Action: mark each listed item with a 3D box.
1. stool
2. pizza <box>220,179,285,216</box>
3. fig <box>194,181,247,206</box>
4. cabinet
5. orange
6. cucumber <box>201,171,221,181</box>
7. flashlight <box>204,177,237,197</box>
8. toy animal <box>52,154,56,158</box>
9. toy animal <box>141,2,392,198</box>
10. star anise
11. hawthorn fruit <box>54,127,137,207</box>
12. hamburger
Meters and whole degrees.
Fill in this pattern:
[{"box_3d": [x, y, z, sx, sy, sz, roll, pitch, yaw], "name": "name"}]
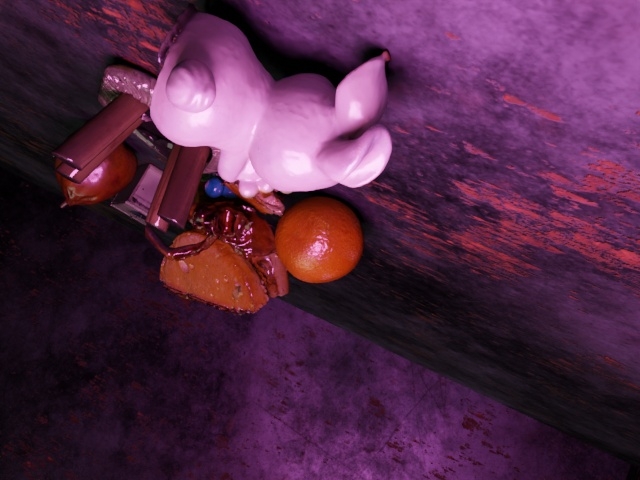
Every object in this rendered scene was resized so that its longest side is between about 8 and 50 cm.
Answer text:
[{"box_3d": [-0.357, -0.173, 1.223, 0.310, 0.226, 0.310, 31, 168, -19], "name": "stool"}, {"box_3d": [-0.150, -0.115, 1.386, 0.147, 0.069, 0.226, 38, 172, -16], "name": "pizza"}, {"box_3d": [-0.280, -0.109, 1.612, 0.184, 0.133, 0.126, 62, -165, 17], "name": "fig"}, {"box_3d": [-0.541, -0.137, 1.868, 0.145, 0.150, 0.206, 34, 164, -28], "name": "cabinet"}, {"box_3d": [0.000, 0.000, 1.278, 0.206, 0.206, 0.206, 25, 167, 6], "name": "orange"}, {"box_3d": [-0.288, -0.167, 1.513, 0.039, 0.039, 0.168, 36, 164, -36], "name": "cucumber"}, {"box_3d": [-0.233, -0.126, 1.476, 0.051, 0.051, 0.129, 17, -174, 36], "name": "flashlight"}, {"box_3d": [-0.763, -0.222, 2.067, 0.324, 0.090, 0.195, 35, 178, -19], "name": "toy animal"}, {"box_3d": [-0.061, -0.165, 0.775, 0.310, 0.182, 0.247, 27, 167, -2], "name": "toy animal"}, {"box_3d": [-0.262, -0.030, 1.435, 0.346, 0.148, 0.237, -3, -173, 5], "name": "star anise"}, {"box_3d": [-0.641, -0.189, 1.650, 0.208, 0.248, 0.208, 29, 172, 4], "name": "hawthorn fruit"}, {"box_3d": [-0.297, 0.045, 1.885, 0.445, 0.287, 0.268, 14, -157, 36], "name": "hamburger"}]
